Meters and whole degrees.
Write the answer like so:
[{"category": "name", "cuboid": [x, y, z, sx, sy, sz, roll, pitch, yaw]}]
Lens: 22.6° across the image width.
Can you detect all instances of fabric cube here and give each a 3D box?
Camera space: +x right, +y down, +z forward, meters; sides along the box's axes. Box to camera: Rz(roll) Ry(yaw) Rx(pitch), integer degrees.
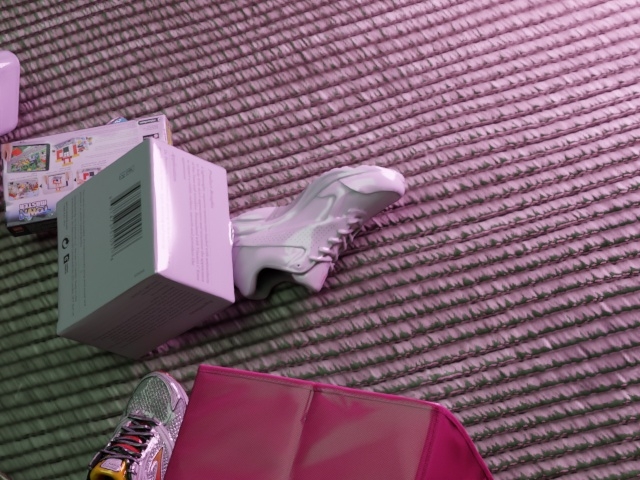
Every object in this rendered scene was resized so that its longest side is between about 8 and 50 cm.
[{"category": "fabric cube", "cuboid": [0.000, 0.298, 1.535, 0.259, 0.254, 0.258, 7, 65, 23]}]

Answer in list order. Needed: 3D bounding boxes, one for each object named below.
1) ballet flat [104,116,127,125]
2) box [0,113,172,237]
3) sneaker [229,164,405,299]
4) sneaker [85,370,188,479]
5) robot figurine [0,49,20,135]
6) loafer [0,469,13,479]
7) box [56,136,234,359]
[{"category": "ballet flat", "cuboid": [-0.277, -0.105, 1.990, 0.041, 0.041, 0.114, 13, 67, 26]}, {"category": "box", "cuboid": [-0.280, -0.078, 1.935, 0.207, 0.036, 0.114, -9, 68, 5]}, {"category": "sneaker", "cuboid": [0.000, 0.000, 1.809, 0.232, 0.090, 0.115, -27, 63, 15]}, {"category": "sneaker", "cuboid": [-0.199, 0.244, 1.734, 0.088, 0.093, 0.225, 3, 63, 22]}, {"category": "robot figurine", "cuboid": [-0.534, -0.154, 1.956, 0.300, 0.200, 0.353, 29, 37, 34]}, {"category": "loafer", "cuboid": [-0.348, 0.294, 1.784, 0.148, 0.056, 0.050, 25, 67, 30]}, {"category": "box", "cuboid": [-0.200, 0.012, 1.809, 0.182, 0.119, 0.181, -31, 51, 36]}]
